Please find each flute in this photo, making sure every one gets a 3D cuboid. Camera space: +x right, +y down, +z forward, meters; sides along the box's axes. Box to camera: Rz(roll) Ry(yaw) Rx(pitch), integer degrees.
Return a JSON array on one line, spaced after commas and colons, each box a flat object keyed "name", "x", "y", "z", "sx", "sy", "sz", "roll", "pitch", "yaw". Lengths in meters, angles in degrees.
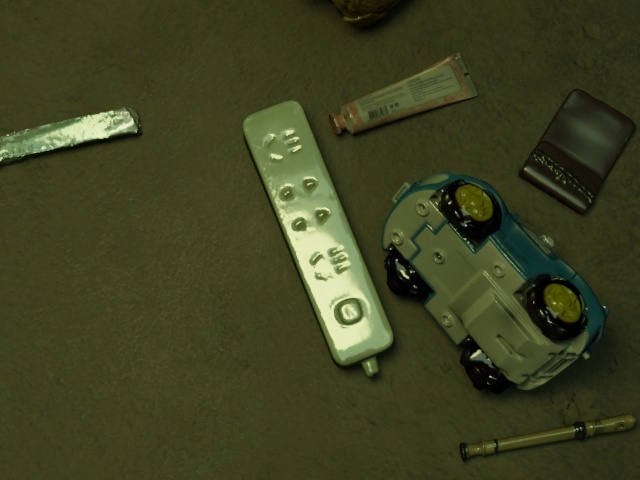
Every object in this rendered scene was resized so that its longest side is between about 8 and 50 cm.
[{"name": "flute", "x": 0.295, "y": 0.254, "z": 1.413, "sx": 0.233, "sy": 0.027, "sz": 0.027, "roll": -10, "pitch": 78, "yaw": -4}]

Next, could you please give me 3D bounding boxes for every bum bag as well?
[{"name": "bum bag", "x": 0.356, "y": -0.125, "z": 1.499, "sx": 0.109, "sy": 0.026, "sz": 0.159, "roll": 31, "pitch": 78, "yaw": 6}]

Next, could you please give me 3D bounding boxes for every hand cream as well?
[{"name": "hand cream", "x": 0.112, "y": -0.196, "z": 1.505, "sx": 0.210, "sy": 0.043, "sz": 0.067, "roll": -21, "pitch": 81, "yaw": -11}]

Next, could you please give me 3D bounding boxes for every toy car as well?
[{"name": "toy car", "x": 0.220, "y": 0.040, "z": 1.388, "sx": 0.166, "sy": 0.198, "sz": 0.314, "roll": -30, "pitch": 74, "yaw": -41}]

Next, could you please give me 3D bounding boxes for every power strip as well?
[{"name": "power strip", "x": 0.000, "y": 0.000, "z": 1.445, "sx": 0.091, "sy": 0.062, "sz": 0.385, "roll": -21, "pitch": 78, "yaw": -3}]

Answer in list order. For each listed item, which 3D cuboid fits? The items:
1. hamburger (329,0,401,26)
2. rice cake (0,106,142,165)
[{"name": "hamburger", "x": 0.090, "y": -0.417, "z": 1.436, "sx": 0.134, "sy": 0.265, "sz": 0.285, "roll": 40, "pitch": 82, "yaw": 13}, {"name": "rice cake", "x": -0.351, "y": -0.142, "z": 1.484, "sx": 0.211, "sy": 0.034, "sz": 0.043, "roll": -13, "pitch": 87, "yaw": -5}]
